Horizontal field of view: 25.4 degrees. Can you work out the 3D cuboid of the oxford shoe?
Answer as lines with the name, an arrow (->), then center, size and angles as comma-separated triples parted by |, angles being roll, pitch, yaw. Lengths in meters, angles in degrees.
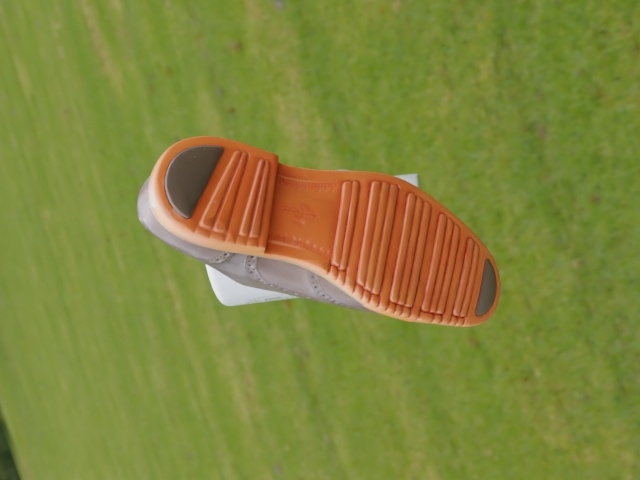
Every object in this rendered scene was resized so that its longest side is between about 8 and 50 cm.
oxford shoe -> 0.000, 0.000, 1.369 | 0.133, 0.364, 0.129 | 145, 144, -64

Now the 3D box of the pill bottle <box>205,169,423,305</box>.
pill bottle -> -0.002, -0.007, 1.516 | 0.131, 0.229, 0.131 | -7, -90, -82
